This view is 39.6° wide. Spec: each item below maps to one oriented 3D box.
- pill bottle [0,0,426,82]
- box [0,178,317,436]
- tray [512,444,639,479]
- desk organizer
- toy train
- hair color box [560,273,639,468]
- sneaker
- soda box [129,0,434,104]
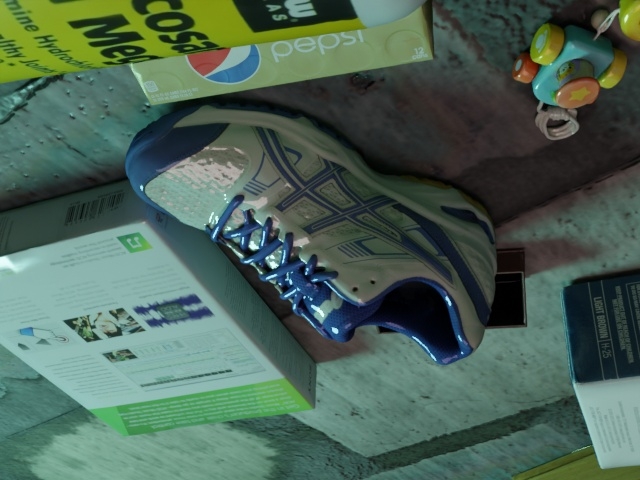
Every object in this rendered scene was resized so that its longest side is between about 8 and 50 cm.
[{"bbox_3d":[-0.055,-0.174,0.371,0.333,0.188,0.188,-6,141,13],"label":"pill bottle"},{"bbox_3d":[-0.170,0.080,0.822,0.232,0.058,0.322,-12,138,20],"label":"box"},{"bbox_3d":[0.371,0.288,0.918,0.076,0.203,0.411,27,137,-25],"label":"tray"},{"bbox_3d":[0.109,0.044,0.752,0.130,0.050,0.047,-4,142,10],"label":"desk organizer"},{"bbox_3d":[0.208,-0.102,0.556,0.166,0.046,0.125,-17,137,25],"label":"toy train"},{"bbox_3d":[0.395,0.096,0.747,0.347,0.105,0.174,-10,140,19],"label":"hair color box"},{"bbox_3d":[0.000,0.000,0.641,0.296,0.131,0.112,17,143,-14],"label":"sneaker"},{"bbox_3d":[-0.025,-0.134,0.528,0.181,0.058,0.061,-6,141,14],"label":"soda box"}]
